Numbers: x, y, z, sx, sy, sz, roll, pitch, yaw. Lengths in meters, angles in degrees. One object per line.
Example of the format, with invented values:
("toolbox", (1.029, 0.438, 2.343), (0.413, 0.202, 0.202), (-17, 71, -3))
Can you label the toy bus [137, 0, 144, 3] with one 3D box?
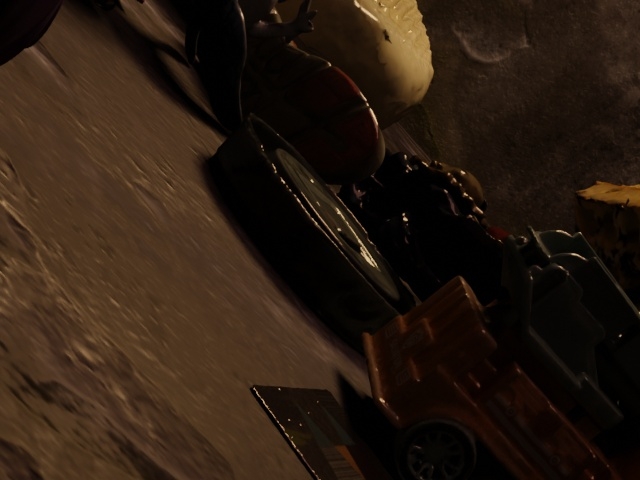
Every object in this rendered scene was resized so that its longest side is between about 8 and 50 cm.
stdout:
("toy bus", (-0.189, -0.294, 1.280), (0.065, 0.077, 0.192), (46, 10, -40))

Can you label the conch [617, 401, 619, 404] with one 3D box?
("conch", (0.206, 0.186, 1.097), (0.188, 0.121, 0.176), (-92, 165, -70))

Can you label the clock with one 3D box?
("clock", (0.000, 0.000, 1.083), (0.226, 0.049, 0.226), (48, 8, -9))

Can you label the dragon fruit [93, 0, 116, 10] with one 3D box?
("dragon fruit", (-0.168, -0.268, 1.097), (0.136, 0.133, 0.166), (51, 11, -7))

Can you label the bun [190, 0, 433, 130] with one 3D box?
("bun", (-0.020, -0.284, 1.619), (0.360, 0.210, 0.360), (50, 25, -35))

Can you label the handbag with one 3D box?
("handbag", (0.167, 0.053, 1.306), (0.329, 0.122, 0.303), (46, 0, -19))

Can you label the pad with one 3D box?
("pad", (0.045, 0.164, 0.753), (0.211, 0.003, 0.143), (53, 9, 16))

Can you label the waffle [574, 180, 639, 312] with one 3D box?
("waffle", (0.356, 0.132, 1.376), (0.261, 0.113, 0.376), (-141, -135, -79))

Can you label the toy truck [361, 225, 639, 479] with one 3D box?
("toy truck", (0.192, 0.159, 0.910), (0.338, 0.184, 0.133), (47, 10, -14))

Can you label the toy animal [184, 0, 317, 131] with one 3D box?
("toy animal", (-0.083, -0.234, 1.206), (0.176, 0.255, 0.239), (13, 58, -38))

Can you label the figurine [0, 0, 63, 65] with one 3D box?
("figurine", (-0.183, -0.163, 0.654), (0.157, 0.114, 0.126), (43, -25, -13))

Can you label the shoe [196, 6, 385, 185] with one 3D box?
("shoe", (-0.024, -0.125, 1.316), (0.137, 0.114, 0.291), (49, 4, -44))
